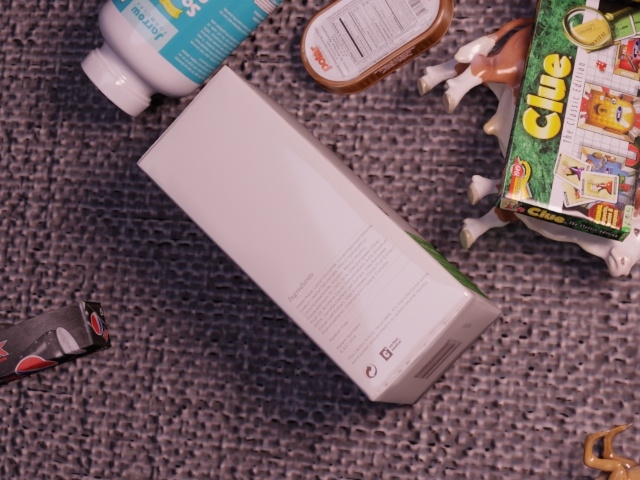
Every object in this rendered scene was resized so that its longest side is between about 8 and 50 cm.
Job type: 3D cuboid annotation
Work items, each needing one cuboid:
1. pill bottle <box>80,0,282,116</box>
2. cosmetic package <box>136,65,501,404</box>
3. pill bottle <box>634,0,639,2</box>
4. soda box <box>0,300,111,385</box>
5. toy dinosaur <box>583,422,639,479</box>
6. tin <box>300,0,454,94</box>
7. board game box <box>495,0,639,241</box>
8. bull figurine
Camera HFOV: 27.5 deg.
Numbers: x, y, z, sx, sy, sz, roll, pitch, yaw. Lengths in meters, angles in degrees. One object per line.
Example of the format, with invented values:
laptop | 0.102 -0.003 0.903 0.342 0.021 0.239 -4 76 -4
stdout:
pill bottle | -0.156 -0.268 1.522 0.264 0.146 0.146 -45 72 7
cosmetic package | 0.000 0.000 1.410 0.365 0.197 0.155 45 97 17
pill bottle | 0.330 -0.343 1.355 0.334 0.188 0.188 17 88 19
soda box | -0.341 0.126 1.575 0.169 0.053 0.060 -20 77 15
toy dinosaur | 0.301 0.252 1.347 0.211 0.064 0.112 -19 78 15
tin | 0.063 -0.246 1.508 0.189 0.040 0.106 -33 70 11
board game box | 0.268 -0.135 1.340 0.136 0.030 0.260 14 68 0
bull figurine | 0.229 -0.090 1.385 0.188 0.101 0.310 -11 70 -14
